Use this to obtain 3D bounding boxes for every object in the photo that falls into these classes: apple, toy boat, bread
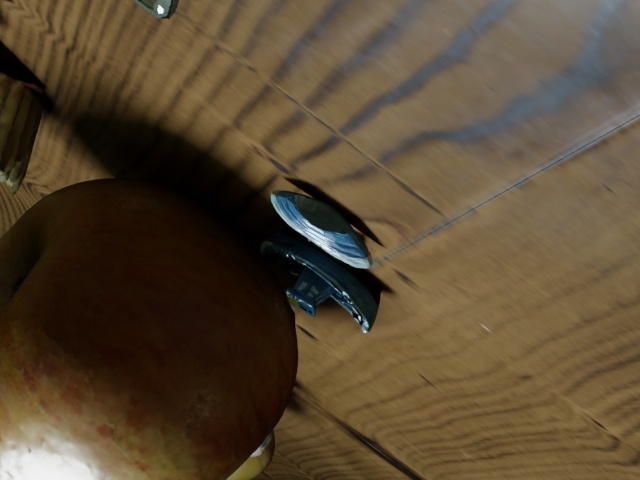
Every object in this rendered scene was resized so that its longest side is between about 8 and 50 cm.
[{"bbox_3d":[-0.223,0.118,1.827,0.333,0.400,0.400,53,163,-10],"label":"apple"},{"bbox_3d":[-0.002,0.042,1.698,0.137,0.061,0.060,32,165,14],"label":"toy boat"},{"bbox_3d":[-0.428,-0.146,1.890,0.274,0.149,0.274,27,175,3],"label":"bread"},{"bbox_3d":[0.008,0.003,1.601,0.105,0.034,0.149,31,165,28],"label":"toy boat"}]

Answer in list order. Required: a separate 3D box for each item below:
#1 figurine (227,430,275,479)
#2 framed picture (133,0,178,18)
[{"bbox_3d":[-0.174,0.223,2.467,0.285,0.167,0.342,49,-176,-19],"label":"figurine"},{"bbox_3d":[-0.177,-0.257,1.229,0.209,0.019,0.281,37,166,-2],"label":"framed picture"}]
